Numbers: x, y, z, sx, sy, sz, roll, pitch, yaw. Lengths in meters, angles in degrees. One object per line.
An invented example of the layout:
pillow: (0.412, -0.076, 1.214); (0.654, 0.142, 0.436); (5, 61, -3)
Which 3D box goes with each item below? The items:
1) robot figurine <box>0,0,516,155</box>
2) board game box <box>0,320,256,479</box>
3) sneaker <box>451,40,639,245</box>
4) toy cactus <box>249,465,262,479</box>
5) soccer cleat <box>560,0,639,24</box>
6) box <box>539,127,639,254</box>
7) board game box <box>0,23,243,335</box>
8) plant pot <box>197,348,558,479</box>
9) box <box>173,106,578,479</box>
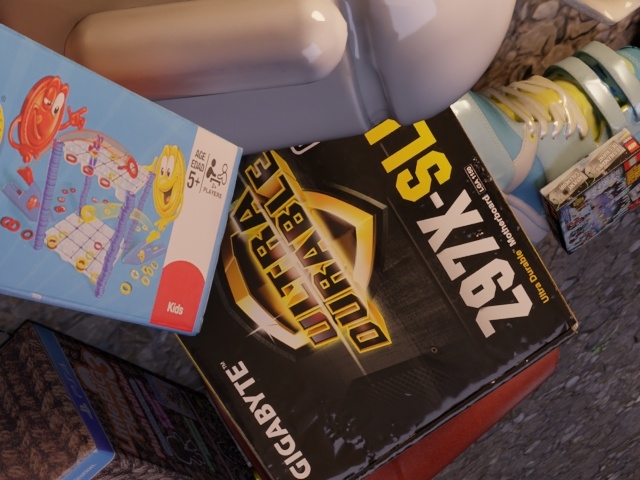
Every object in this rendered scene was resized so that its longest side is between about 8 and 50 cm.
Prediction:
robot figurine: (-0.046, -0.147, 0.636); (0.354, 0.300, 0.199); (-9, 121, 8)
board game box: (-0.229, 0.235, 1.062); (0.232, 0.141, 0.291); (-42, 147, 8)
sneaker: (0.195, -0.119, 1.036); (0.208, 0.127, 0.319); (-41, 157, 10)
toy cactus: (-0.021, 0.220, 1.259); (0.112, 0.219, 0.180); (28, 153, -13)
soccer cleat: (0.176, -0.281, 0.793); (0.116, 0.143, 0.331); (-35, 147, -2)
box: (0.251, -0.042, 1.065); (0.094, 0.027, 0.137); (-37, 156, 3)
board game box: (-0.237, -0.052, 0.440); (0.308, 0.302, 0.086); (23, 79, -62)
plant pot: (0.056, 0.112, 1.073); (0.265, 0.272, 0.272); (-31, 147, -17)
box: (0.000, 0.000, 0.855); (0.257, 0.322, 0.079); (-33, -170, -8)
